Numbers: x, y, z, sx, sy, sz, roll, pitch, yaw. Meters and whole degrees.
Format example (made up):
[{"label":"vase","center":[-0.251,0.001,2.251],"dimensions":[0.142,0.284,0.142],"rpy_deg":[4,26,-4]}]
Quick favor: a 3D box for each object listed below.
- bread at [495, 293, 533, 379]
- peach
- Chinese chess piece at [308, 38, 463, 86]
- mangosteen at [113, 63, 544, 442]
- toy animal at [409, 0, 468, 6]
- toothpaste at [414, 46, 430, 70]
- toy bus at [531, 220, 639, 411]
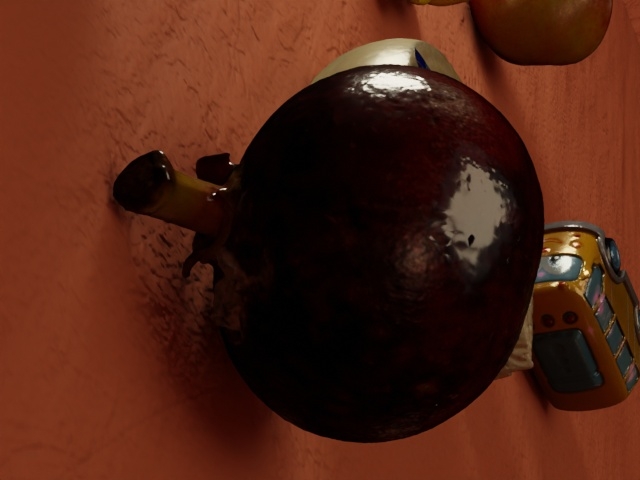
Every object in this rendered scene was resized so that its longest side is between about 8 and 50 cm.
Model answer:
[{"label":"bread","center":[0.173,0.066,1.276],"dimensions":[0.105,0.077,0.152],"rpy_deg":[21,57,-62]},{"label":"peach","center":[0.277,-0.323,1.653],"dimensions":[0.197,0.197,0.197],"rpy_deg":[48,33,-47]},{"label":"Chinese chess piece","center":[0.081,-0.037,1.097],"dimensions":[0.273,0.102,0.273],"rpy_deg":[47,34,-46]},{"label":"mangosteen","center":[0.000,0.000,0.794],"dimensions":[0.261,0.235,0.235],"rpy_deg":[15,48,-13]},{"label":"toy animal","center":[0.105,-0.357,1.348],"dimensions":[0.156,0.156,0.229],"rpy_deg":[-39,120,-66]},{"label":"toothpaste","center":[0.094,-0.116,1.033],"dimensions":[0.083,0.015,0.024],"rpy_deg":[56,18,-25]},{"label":"toy bus","center":[0.284,0.093,1.463],"dimensions":[0.209,0.126,0.136],"rpy_deg":[62,34,-26]}]
